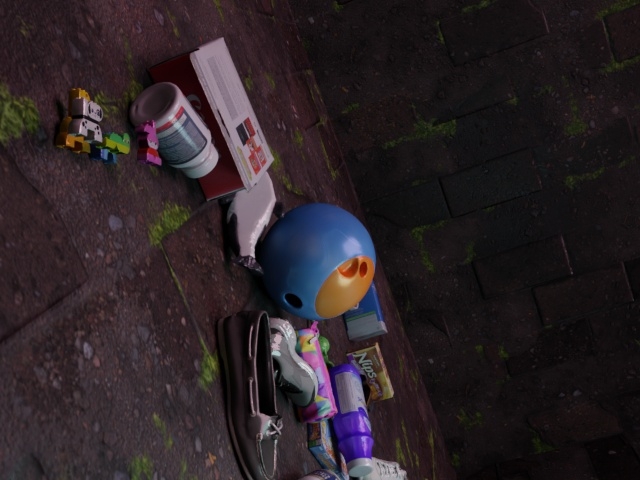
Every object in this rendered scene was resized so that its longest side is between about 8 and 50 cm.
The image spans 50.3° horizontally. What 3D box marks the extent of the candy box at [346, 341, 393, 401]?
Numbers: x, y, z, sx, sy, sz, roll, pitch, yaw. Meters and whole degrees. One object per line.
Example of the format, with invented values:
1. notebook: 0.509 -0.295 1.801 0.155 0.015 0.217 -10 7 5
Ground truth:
1. candy box: 0.169 0.453 2.324 0.053 0.109 0.187 -32 104 -77

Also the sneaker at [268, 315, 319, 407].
1. sneaker: -0.086 0.288 1.504 0.108 0.100 0.272 -62 142 -39

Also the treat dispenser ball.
1. treat dispenser ball: -0.007 0.052 1.683 0.288 0.288 0.288 -18 90 -78

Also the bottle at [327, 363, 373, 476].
1. bottle: 0.079 0.463 1.765 0.118 0.092 0.283 62 12 -46

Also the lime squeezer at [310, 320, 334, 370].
1. lime squeezer: 0.000 0.337 1.912 0.110 0.058 0.311 128 -51 -65

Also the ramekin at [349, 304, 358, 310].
1. ramekin: 0.039 0.138 2.199 0.207 0.109 0.207 -18 90 -77

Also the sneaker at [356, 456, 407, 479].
1. sneaker: 0.177 0.684 2.011 0.292 0.118 0.110 52 25 -54

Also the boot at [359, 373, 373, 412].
1. boot: 0.141 0.522 2.166 0.219 0.082 0.106 -78 146 -70

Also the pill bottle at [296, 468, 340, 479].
1. pill bottle: -0.015 0.533 1.415 0.169 0.094 0.094 34 39 -71

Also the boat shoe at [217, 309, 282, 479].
1. boat shoe: -0.119 0.291 1.294 0.112 0.095 0.335 41 33 -67

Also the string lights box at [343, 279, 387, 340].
1. string lights box: 0.143 0.224 2.478 0.077 0.133 0.260 43 32 -65

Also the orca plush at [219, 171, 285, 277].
1. orca plush: -0.158 -0.029 1.588 0.102 0.151 0.287 107 -25 -51

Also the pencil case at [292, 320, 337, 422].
1. pencil case: -0.027 0.323 1.659 0.104 0.104 0.237 36 39 -70

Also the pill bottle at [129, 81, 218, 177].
1. pill bottle: -0.272 -0.202 1.302 0.180 0.107 0.108 57 19 -51

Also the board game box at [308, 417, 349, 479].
1. board game box: 0.020 0.518 1.734 0.136 0.035 0.201 -95 162 -49

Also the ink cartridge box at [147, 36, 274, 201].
1. ink cartridge box: -0.238 -0.260 1.485 0.272 0.130 0.310 -72 143 -67

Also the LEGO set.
1. LEGO set: -0.333 -0.177 1.030 0.227 0.087 0.093 19 69 -75
